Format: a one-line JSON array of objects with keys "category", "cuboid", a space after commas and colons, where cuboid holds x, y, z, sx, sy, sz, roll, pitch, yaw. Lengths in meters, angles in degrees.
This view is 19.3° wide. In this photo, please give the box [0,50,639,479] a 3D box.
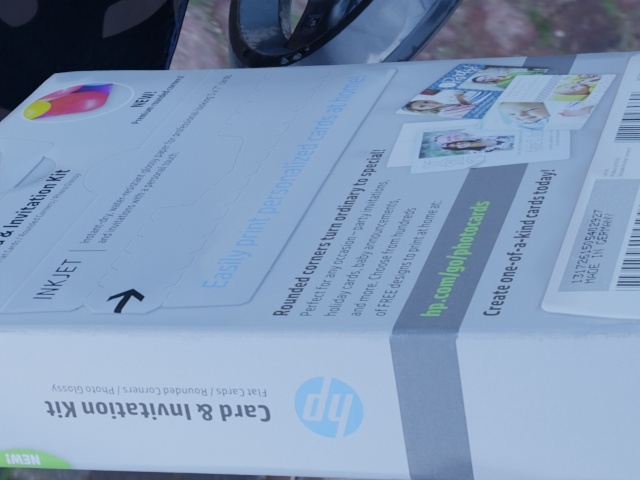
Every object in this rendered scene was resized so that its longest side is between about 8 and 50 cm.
[{"category": "box", "cuboid": [0.000, 0.000, 0.417, 0.186, 0.145, 0.038, 0, 115, 17]}]

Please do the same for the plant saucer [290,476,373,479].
[{"category": "plant saucer", "cuboid": [0.074, 0.211, 1.530, 0.199, 0.036, 0.198, 6, 123, 10]}]

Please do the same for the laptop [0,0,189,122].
[{"category": "laptop", "cuboid": [-0.278, -0.083, 0.913, 0.408, 0.236, 0.382, -30, 148, 16]}]

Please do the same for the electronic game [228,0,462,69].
[{"category": "electronic game", "cuboid": [0.026, -0.163, 1.020, 0.048, 0.229, 0.229, 30, 93, -29]}]
